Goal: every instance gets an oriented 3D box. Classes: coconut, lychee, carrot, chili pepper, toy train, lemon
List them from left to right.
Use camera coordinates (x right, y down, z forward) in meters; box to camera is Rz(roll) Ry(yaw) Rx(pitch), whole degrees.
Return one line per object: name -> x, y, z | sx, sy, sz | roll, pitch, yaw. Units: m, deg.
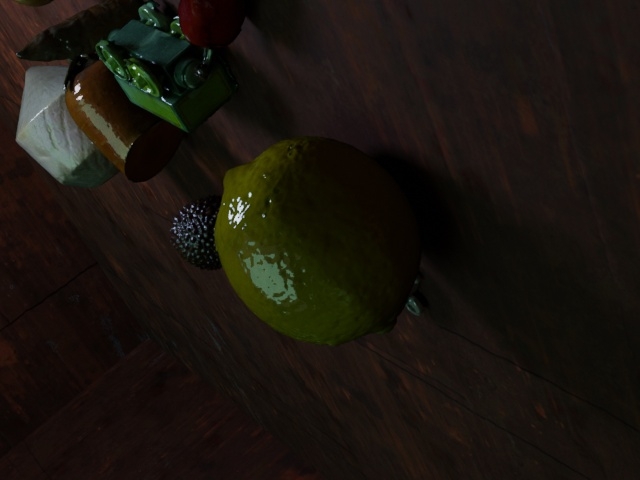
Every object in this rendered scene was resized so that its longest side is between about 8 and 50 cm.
coconut -> -0.583, -0.288, 2.298 | 0.329, 0.329, 0.329 | 42, 159, 21
carrot -> -0.464, -0.402, 1.866 | 0.102, 0.263, 0.102 | 45, 151, 33
carrot -> -0.444, -0.302, 2.088 | 0.331, 0.193, 0.214 | 50, 159, -1
toy train -> -0.291, -0.321, 1.794 | 0.272, 0.159, 0.188 | 31, 159, 42
lychee -> -0.247, -0.021, 2.208 | 0.188, 0.188, 0.188 | 42, 159, 21
chili pepper -> -0.162, -0.392, 1.469 | 0.110, 0.110, 0.387 | 45, 154, 13
lemon -> -0.001, -0.002, 1.521 | 0.336, 0.336, 0.336 | 42, 159, 21

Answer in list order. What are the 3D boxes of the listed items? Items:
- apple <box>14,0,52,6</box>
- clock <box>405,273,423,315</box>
apple -> -0.614, -0.575, 1.987 | 0.199, 0.199, 0.199 | 42, 159, 21
clock -> 0.105, 0.053, 1.751 | 0.229, 0.063, 0.155 | 51, 161, -7
